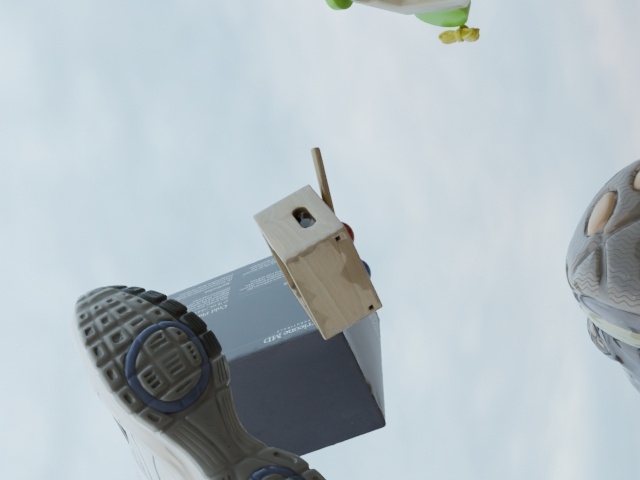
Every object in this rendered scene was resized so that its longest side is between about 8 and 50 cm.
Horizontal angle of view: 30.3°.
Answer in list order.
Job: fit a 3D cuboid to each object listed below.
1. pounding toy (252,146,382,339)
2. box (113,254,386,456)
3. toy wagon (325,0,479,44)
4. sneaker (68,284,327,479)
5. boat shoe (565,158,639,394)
[{"bbox_3d":[0.000,0.000,1.235,0.130,0.100,0.141,64,174,-33],"label":"pounding toy"},{"bbox_3d":[-0.096,0.176,1.719,0.312,0.343,0.179,-85,-27,-67],"label":"box"},{"bbox_3d":[0.107,-0.371,1.621,0.344,0.267,0.068,25,-107,-46],"label":"toy wagon"},{"bbox_3d":[-0.107,0.165,0.910,0.111,0.129,0.297,-23,-111,-42],"label":"sneaker"},{"bbox_3d":[0.284,0.048,0.502,0.132,0.355,0.130,-55,-39,-26],"label":"boat shoe"}]
